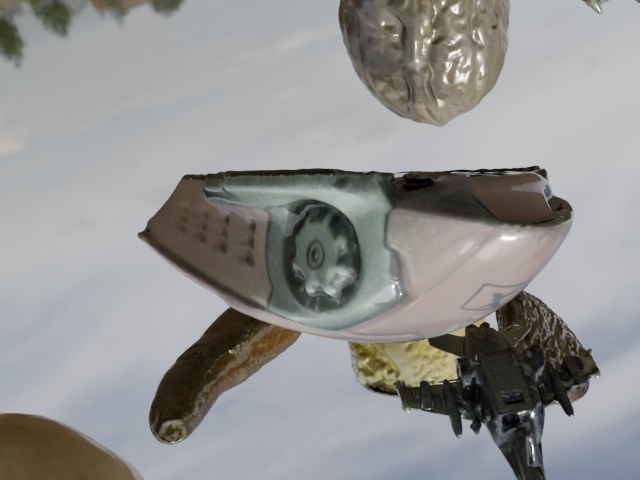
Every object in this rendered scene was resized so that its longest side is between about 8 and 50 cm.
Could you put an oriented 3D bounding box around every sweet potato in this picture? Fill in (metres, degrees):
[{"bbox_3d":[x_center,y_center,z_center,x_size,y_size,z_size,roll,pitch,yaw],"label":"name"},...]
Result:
[{"bbox_3d":[-0.091,0.112,1.232,0.075,0.075,0.273,-10,-160,36],"label":"sweet potato"}]

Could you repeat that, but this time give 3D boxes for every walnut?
[{"bbox_3d":[0.108,-0.225,1.326,0.178,0.230,0.178,-10,-155,4],"label":"walnut"}]

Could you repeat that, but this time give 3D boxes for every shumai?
[{"bbox_3d":[0.212,0.120,1.313,0.105,0.123,0.139,-53,-152,7],"label":"shumai"}]

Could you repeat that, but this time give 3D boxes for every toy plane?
[{"bbox_3d":[0.173,0.155,1.147,0.192,0.088,0.262,-10,-151,-4],"label":"toy plane"}]

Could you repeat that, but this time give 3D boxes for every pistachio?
[{"bbox_3d":[-0.320,0.345,1.580,0.229,0.321,0.238,-57,166,19],"label":"pistachio"}]

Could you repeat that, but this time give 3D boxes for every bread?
[{"bbox_3d":[0.113,0.112,1.618,0.197,0.170,0.197,-1,177,0],"label":"bread"}]

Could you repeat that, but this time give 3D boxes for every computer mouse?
[{"bbox_3d":[0.001,0.006,0.850,0.199,0.115,0.389,1,180,-39],"label":"computer mouse"}]

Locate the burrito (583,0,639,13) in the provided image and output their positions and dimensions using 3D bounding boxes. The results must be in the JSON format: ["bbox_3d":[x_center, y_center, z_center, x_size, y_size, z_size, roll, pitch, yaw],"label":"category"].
[{"bbox_3d":[0.382,-0.234,1.151,0.309,0.066,0.096,8,169,25],"label":"burrito"}]
